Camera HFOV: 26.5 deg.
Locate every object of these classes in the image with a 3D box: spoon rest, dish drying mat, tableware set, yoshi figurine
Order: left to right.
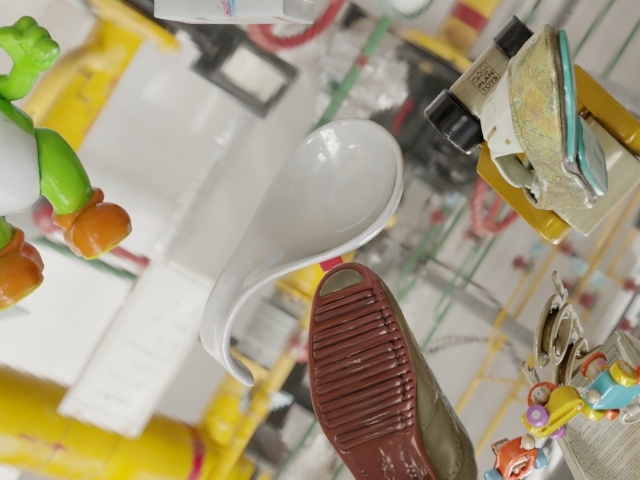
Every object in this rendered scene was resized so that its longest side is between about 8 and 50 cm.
[{"bbox_3d":[-0.331,-0.120,1.273,0.362,0.203,0.203,61,-142,-14],"label":"yoshi figurine"},{"bbox_3d":[-0.023,0.005,1.274,0.137,0.276,0.084,36,-176,38],"label":"spoon rest"},{"bbox_3d":[0.000,0.000,1.858,0.008,0.032,0.083,118,126,-89],"label":"dish drying mat"},{"bbox_3d":[0.296,0.131,1.624,0.039,0.128,0.194,12,160,27],"label":"tableware set"}]

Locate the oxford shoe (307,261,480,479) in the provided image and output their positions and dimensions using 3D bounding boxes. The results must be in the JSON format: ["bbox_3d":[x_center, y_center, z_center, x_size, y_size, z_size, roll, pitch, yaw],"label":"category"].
[{"bbox_3d":[0.084,0.189,1.420,0.123,0.348,0.130,-18,175,34],"label":"oxford shoe"}]

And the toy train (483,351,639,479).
[{"bbox_3d":[0.215,0.155,1.208,0.046,0.166,0.125,57,165,32],"label":"toy train"}]

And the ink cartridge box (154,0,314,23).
[{"bbox_3d":[-0.105,-0.340,1.715,0.176,0.127,0.128,3,-175,16],"label":"ink cartridge box"}]

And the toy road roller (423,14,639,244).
[{"bbox_3d":[0.336,-0.153,1.979,0.329,0.202,0.240,49,-165,25],"label":"toy road roller"}]

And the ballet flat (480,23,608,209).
[{"bbox_3d":[0.230,-0.115,1.443,0.123,0.123,0.348,32,174,25],"label":"ballet flat"}]

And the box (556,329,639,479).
[{"bbox_3d":[0.367,0.252,1.452,0.121,0.148,0.311,27,-156,-24],"label":"box"}]
